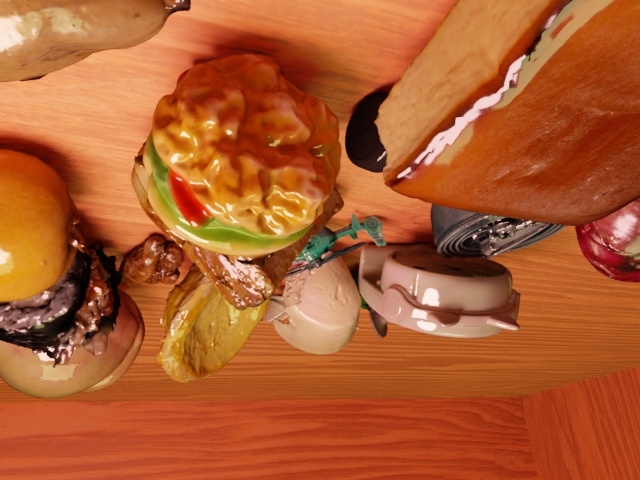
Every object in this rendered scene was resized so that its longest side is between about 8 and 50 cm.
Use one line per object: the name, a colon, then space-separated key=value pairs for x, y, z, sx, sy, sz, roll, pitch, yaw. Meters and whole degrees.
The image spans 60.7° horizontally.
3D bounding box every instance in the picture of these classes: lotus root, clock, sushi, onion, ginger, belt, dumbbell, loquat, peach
lotus root: x=-0.237 y=-0.205 z=0.439 sx=0.257 sy=0.140 sz=0.154 roll=-8 pitch=144 yaw=-15
clock: x=0.226 y=0.087 z=0.998 sx=0.265 sy=0.108 sz=0.324 roll=4 pitch=-169 yaw=-12
sushi: x=-0.456 y=0.085 z=0.928 sx=0.225 sy=0.238 sz=0.219 roll=10 pitch=163 yaw=12
onion: x=0.496 y=-0.055 z=0.813 sx=0.246 sy=0.190 sz=0.246 roll=-20 pitch=137 yaw=-20
ginger: x=-0.315 y=0.049 z=1.050 sx=0.103 sy=0.073 sz=0.162 roll=14 pitch=149 yaw=-36
belt: x=0.289 y=-0.039 z=0.906 sx=0.206 sy=0.116 sz=0.267 roll=-2 pitch=160 yaw=-15
dumbbell: x=0.132 y=-0.119 z=0.728 sx=0.191 sy=0.100 sz=0.100 roll=13 pitch=150 yaw=-35
loquat: x=-0.427 y=-0.020 z=0.738 sx=0.208 sy=0.208 sz=0.208 roll=-4 pitch=155 yaw=-2
peach: x=-0.516 y=0.192 z=1.125 sx=0.292 sy=0.247 sz=0.292 roll=-24 pitch=164 yaw=-7

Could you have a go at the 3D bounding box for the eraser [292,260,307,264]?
eraser: x=-0.059 y=0.021 z=1.057 sx=0.122 sy=0.052 sz=0.029 roll=-15 pitch=155 yaw=20

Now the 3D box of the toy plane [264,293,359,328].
toy plane: x=-0.026 y=0.167 z=1.323 sx=0.262 sy=0.088 sz=0.192 roll=3 pitch=161 yaw=20

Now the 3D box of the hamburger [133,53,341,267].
hamburger: x=-0.078 y=-0.103 z=0.600 sx=0.237 sy=0.237 sz=0.149 roll=7 pitch=153 yaw=-24

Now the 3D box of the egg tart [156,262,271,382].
egg tart: x=-0.222 y=0.139 z=1.107 sx=0.120 sy=0.315 sz=0.315 roll=30 pitch=167 yaw=23

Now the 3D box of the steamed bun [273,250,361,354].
steamed bun: x=-0.016 y=0.125 z=1.120 sx=0.170 sy=0.200 sz=0.225 roll=-17 pitch=154 yaw=-14

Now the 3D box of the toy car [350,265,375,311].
toy car: x=0.098 y=0.112 z=1.267 sx=0.062 sy=0.071 sz=0.165 roll=3 pitch=158 yaw=17

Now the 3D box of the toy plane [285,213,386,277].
toy plane: x=0.000 y=0.000 z=0.980 sx=0.235 sy=0.096 sz=0.060 roll=-20 pitch=159 yaw=-9

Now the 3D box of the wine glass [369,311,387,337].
wine glass: x=0.245 y=0.168 z=1.373 sx=0.231 sy=0.103 sz=0.103 roll=-22 pitch=150 yaw=25

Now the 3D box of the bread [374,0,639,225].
bread: x=0.270 y=-0.160 z=0.562 sx=0.333 sy=0.143 sz=0.323 roll=6 pitch=144 yaw=-27

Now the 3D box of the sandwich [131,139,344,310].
sandwich: x=-0.104 y=-0.072 z=0.777 sx=0.100 sy=0.288 sz=0.254 roll=-34 pitch=98 yaw=37
